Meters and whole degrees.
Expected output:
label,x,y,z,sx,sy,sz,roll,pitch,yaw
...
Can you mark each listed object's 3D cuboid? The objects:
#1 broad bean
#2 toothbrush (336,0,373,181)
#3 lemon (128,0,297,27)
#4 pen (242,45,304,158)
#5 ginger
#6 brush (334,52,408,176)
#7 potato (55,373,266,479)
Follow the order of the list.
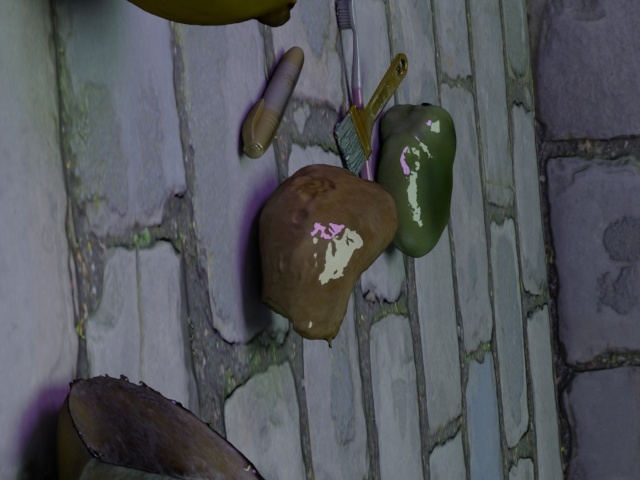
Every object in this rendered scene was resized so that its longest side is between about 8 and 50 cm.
label,x,y,z,sx,sy,sz,roll,pitch,yaw
broad bean,0.135,-0.089,2.448,0.169,0.100,0.228,45,55,-53
toothbrush,0.049,-0.183,2.307,0.020,0.025,0.286,-45,130,-70
lemon,-0.095,-0.329,1.455,0.297,0.297,0.297,-5,90,-73
pen,-0.054,-0.163,1.961,0.040,0.032,0.233,50,30,-22
ginger,0.000,0.000,1.922,0.152,0.138,0.267,88,23,-46
brush,0.074,-0.179,2.312,0.218,0.010,0.082,-58,137,-40
potato,-0.168,0.191,1.456,0.261,0.100,0.120,25,22,-54
